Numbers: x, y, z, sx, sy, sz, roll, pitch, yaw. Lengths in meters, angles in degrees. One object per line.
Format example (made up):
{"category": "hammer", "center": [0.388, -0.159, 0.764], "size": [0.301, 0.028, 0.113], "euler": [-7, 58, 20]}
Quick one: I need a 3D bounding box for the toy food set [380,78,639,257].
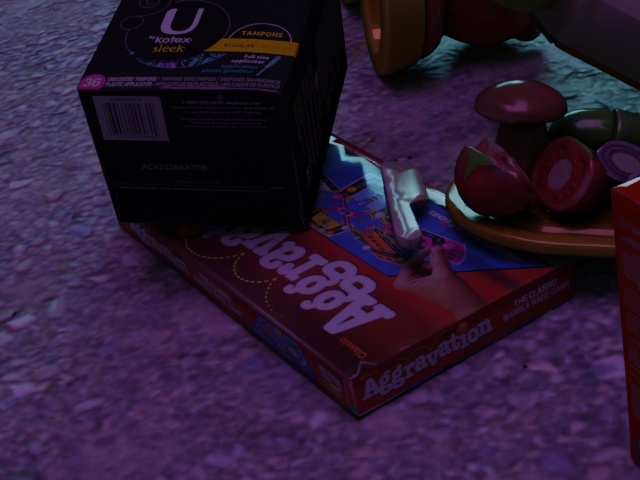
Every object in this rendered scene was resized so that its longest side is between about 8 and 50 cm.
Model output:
{"category": "toy food set", "center": [0.139, -0.047, 0.736], "size": [0.218, 0.071, 0.128], "euler": [2, 25, 5]}

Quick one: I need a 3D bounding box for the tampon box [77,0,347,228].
{"category": "tampon box", "center": [-0.057, -0.099, 0.805], "size": [0.120, 0.101, 0.161], "euler": [1, 43, 11]}

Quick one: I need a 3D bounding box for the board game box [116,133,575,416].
{"category": "board game box", "center": [0.000, 0.000, 0.787], "size": [0.145, 0.027, 0.281], "euler": [-28, 34, -23]}

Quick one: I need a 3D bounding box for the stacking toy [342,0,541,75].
{"category": "stacking toy", "center": [0.081, -0.302, 1.028], "size": [0.130, 0.309, 0.279], "euler": [-7, 20, -6]}

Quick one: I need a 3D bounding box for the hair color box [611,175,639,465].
{"category": "hair color box", "center": [0.165, 0.034, 0.558], "size": [0.072, 0.141, 0.043], "euler": [-23, 33, -17]}

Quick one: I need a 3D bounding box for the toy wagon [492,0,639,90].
{"category": "toy wagon", "center": [0.180, -0.193, 0.828], "size": [0.344, 0.068, 0.267], "euler": [-18, 66, -39]}
